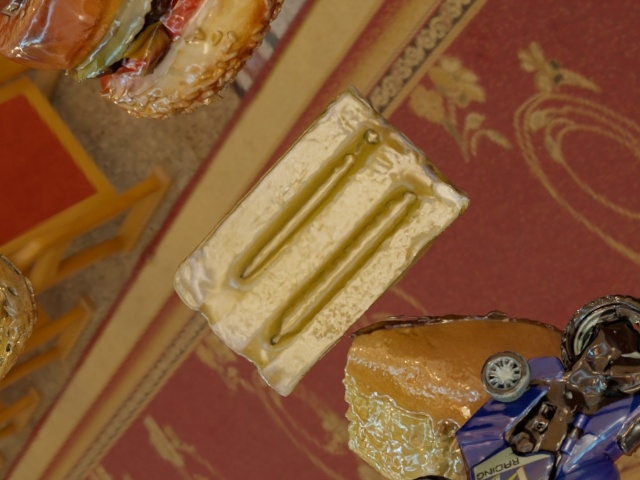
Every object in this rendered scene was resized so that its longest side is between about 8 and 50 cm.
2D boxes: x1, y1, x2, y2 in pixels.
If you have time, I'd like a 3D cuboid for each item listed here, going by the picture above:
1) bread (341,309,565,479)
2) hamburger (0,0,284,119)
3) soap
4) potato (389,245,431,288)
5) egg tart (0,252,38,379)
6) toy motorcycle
[{"bbox_3d":[0.156,0.180,1.132,0.163,0.262,0.204,-96,2,-54],"label":"bread"},{"bbox_3d":[-0.177,-0.295,1.067,0.330,0.250,0.330,-34,48,50],"label":"hamburger"},{"bbox_3d":[0.000,0.000,1.210,0.199,0.091,0.315,43,98,4],"label":"soap"},{"bbox_3d":[0.025,0.023,1.378,0.141,0.298,0.176,115,135,-68],"label":"potato"},{"bbox_3d":[-0.220,0.036,0.572,0.049,0.128,0.129,-114,17,-53],"label":"egg tart"},{"bbox_3d":[0.197,0.177,0.854,0.169,0.315,0.113,43,176,41],"label":"toy motorcycle"}]
